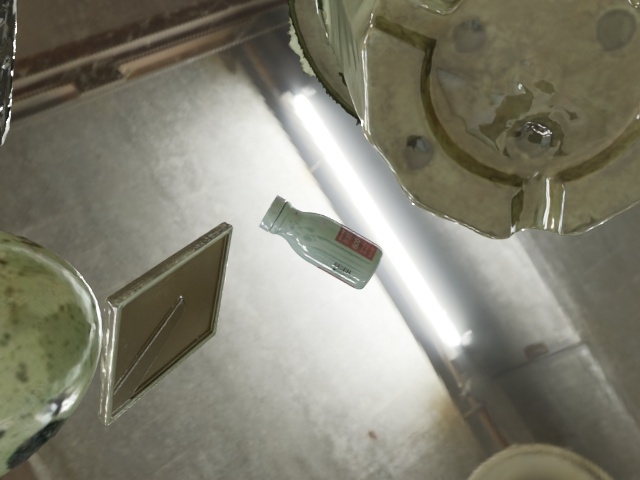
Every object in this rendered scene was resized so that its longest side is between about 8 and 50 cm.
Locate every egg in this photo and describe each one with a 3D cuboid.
[{"bbox_3d":[-0.414,0.133,1.083,0.287,0.379,0.288,-12,-90,-80],"label":"egg"}]

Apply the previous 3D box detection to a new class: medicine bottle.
[{"bbox_3d":[0.000,0.000,1.806,0.216,0.090,0.090,30,-127,-4],"label":"medicine bottle"}]

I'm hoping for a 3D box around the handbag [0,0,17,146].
[{"bbox_3d":[-0.279,-0.162,0.602,0.181,0.254,0.181,-5,-113,-22],"label":"handbag"}]

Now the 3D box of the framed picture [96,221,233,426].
[{"bbox_3d":[-0.157,0.080,1.046,0.015,0.150,0.203,22,-148,19],"label":"framed picture"}]

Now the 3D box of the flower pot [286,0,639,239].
[{"bbox_3d":[0.106,-0.138,0.618,0.290,0.290,0.259,33,-155,-16],"label":"flower pot"}]
